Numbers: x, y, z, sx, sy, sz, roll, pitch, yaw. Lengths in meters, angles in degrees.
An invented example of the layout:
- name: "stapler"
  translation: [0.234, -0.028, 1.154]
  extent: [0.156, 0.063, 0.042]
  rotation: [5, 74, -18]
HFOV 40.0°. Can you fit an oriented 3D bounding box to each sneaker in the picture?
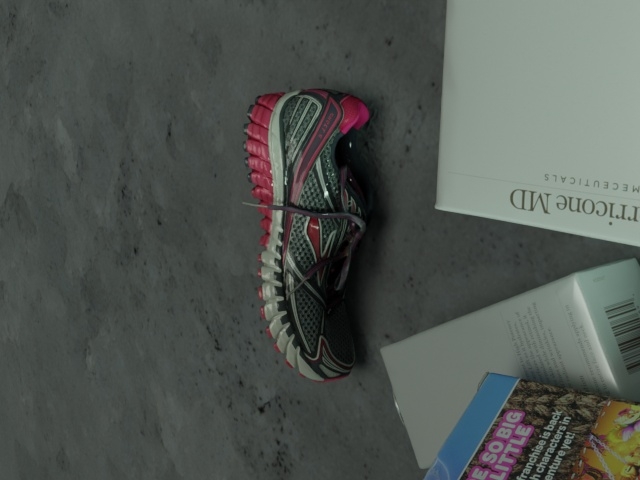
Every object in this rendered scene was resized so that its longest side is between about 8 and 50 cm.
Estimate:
- name: "sneaker"
  translation: [0.000, 0.000, 0.877]
  extent: [0.112, 0.121, 0.299]
  rotation: [-3, 104, 20]

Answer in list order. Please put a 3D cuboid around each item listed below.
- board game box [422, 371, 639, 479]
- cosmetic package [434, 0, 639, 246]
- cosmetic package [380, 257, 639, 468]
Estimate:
- name: "board game box"
  translation: [0.193, 0.229, 0.522]
  extent: [0.291, 0.232, 0.141]
  rotation: [7, 130, 38]
- name: "cosmetic package"
  translation: [0.201, -0.190, 0.568]
  extent: [0.197, 0.155, 0.365]
  rotation: [12, 104, 46]
- name: "cosmetic package"
  translation: [0.163, 0.106, 0.720]
  extent: [0.231, 0.085, 0.117]
  rotation: [-29, 75, 51]
